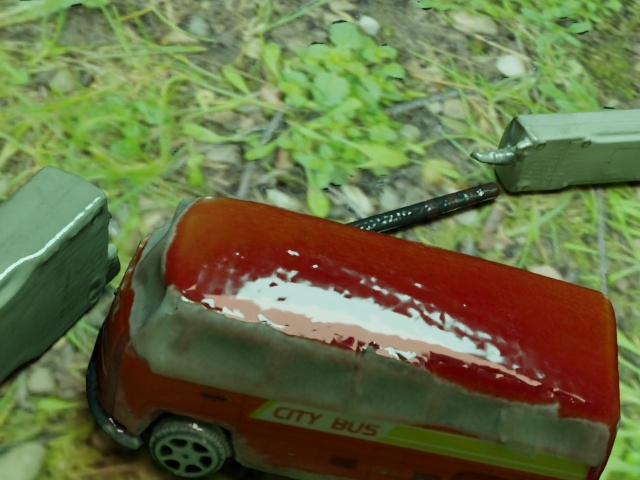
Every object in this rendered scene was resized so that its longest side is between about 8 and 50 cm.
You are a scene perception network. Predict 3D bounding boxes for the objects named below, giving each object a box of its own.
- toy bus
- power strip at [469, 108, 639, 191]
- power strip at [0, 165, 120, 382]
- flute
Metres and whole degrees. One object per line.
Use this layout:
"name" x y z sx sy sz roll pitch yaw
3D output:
"toy bus" 0.020 0.060 0.719 0.265 0.120 0.121 15 44 -4
"power strip" 0.183 -0.060 0.937 0.191 0.048 0.030 -4 45 -22
"power strip" -0.193 0.066 0.681 0.048 0.080 0.286 25 47 15
"flute" 0.000 0.000 0.846 0.269 0.014 0.014 -16 54 -29
